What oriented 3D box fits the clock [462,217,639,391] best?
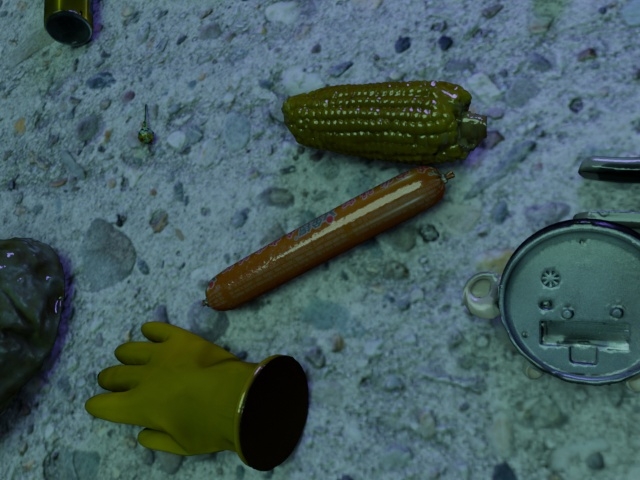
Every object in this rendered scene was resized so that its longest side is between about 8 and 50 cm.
[{"bbox_3d":[0.248,0.059,0.516,0.229,0.063,0.155,3,82,27],"label":"clock"}]

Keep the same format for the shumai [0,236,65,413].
[{"bbox_3d":[-0.546,0.097,0.711,0.292,0.288,0.329,-4,62,15],"label":"shumai"}]

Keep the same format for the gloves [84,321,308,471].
[{"bbox_3d":[-0.167,0.175,0.659,0.294,0.116,0.133,2,45,33],"label":"gloves"}]

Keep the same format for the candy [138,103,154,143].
[{"bbox_3d":[-0.274,-0.187,0.867,0.023,0.025,0.083,5,57,-20],"label":"candy"}]

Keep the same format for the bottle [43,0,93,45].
[{"bbox_3d":[-0.468,-0.500,1.026,0.082,0.082,0.286,-18,65,17],"label":"bottle"}]

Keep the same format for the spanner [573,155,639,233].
[{"bbox_3d":[0.412,-0.034,0.505,0.325,0.040,0.095,5,74,26],"label":"spanner"}]

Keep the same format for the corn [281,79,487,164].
[{"bbox_3d":[0.071,-0.144,0.662,0.262,0.097,0.097,10,76,29],"label":"corn"}]

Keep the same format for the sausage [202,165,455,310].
[{"bbox_3d":[0.000,0.000,0.661,0.348,0.053,0.053,-28,63,12],"label":"sausage"}]
